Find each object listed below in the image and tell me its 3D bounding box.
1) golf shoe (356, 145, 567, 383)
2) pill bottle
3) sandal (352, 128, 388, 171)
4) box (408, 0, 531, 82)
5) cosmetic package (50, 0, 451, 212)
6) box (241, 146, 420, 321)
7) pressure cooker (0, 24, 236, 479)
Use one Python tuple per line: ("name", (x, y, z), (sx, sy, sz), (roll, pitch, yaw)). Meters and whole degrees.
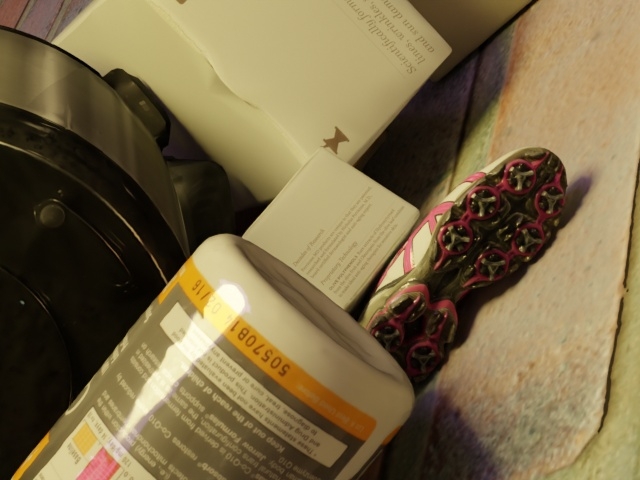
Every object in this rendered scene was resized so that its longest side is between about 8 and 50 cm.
("golf shoe", (0.085, 0.006, 1.138), (0.186, 0.067, 0.086), (-49, 21, 10))
("pill bottle", (-0.086, 0.146, 1.024), (0.278, 0.162, 0.162), (-50, 23, 6))
("sandal", (0.000, 0.000, 1.315), (0.090, 0.060, 0.219), (-31, 26, 49))
("box", (0.157, -0.285, 1.361), (0.311, 0.121, 0.148), (-41, 25, 25))
("cosmetic package", (-0.080, -0.147, 1.403), (0.156, 0.217, 0.385), (-48, 14, -17))
("box", (0.000, 0.014, 1.197), (0.102, 0.087, 0.101), (-51, -11, -30))
("pressure cooker", (-0.268, 0.027, 1.263), (0.375, 0.370, 0.420), (-52, 18, 9))
